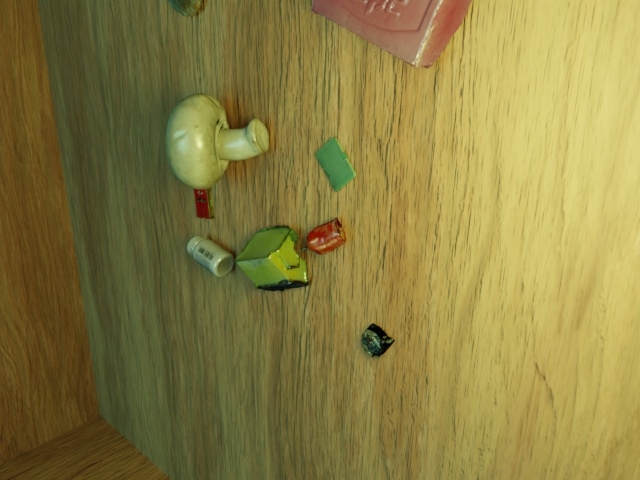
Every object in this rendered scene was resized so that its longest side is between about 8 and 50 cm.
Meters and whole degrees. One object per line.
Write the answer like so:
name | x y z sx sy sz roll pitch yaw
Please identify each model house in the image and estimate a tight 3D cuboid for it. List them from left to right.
model house | -0.133 0.080 1.720 0.194 0.170 0.211 -12 124 38

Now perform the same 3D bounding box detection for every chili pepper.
chili pepper | 0.000 0.000 1.578 0.192 0.086 0.084 -29 112 35

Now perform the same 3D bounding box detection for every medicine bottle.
medicine bottle | -0.427 0.059 1.981 0.187 0.103 0.102 30 122 32

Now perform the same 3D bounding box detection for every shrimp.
shrimp | -0.497 -0.942 1.745 0.247 0.085 0.360 -19 94 51

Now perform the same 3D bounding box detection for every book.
book | 0.047 -0.225 1.508 0.103 0.017 0.135 -37 77 46

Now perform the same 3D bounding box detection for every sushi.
sushi | 0.163 0.308 1.547 0.083 0.056 0.084 46 129 22

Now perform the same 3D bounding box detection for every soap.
soap | 0.167 -0.582 1.206 0.359 0.128 0.233 40 126 27

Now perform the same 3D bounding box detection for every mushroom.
mushroom | -0.382 -0.331 1.679 0.356 0.315 0.315 -12 96 55

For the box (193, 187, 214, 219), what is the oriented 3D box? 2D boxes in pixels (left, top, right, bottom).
box | -0.458 -0.151 1.997 0.090 0.023 0.133 11 111 38
